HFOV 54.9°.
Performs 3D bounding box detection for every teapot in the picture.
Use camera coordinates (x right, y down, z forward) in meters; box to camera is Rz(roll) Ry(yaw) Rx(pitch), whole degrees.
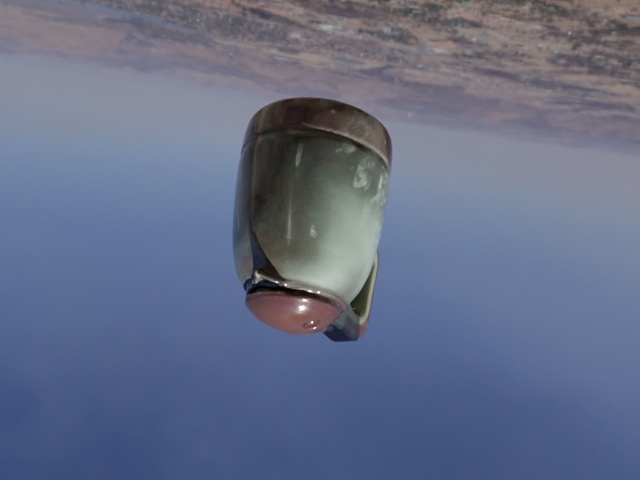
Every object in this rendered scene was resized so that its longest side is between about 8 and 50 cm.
[{"bbox_3d":[0.000,0.000,0.933,0.233,0.312,0.315,-8,151,33],"label":"teapot"}]
